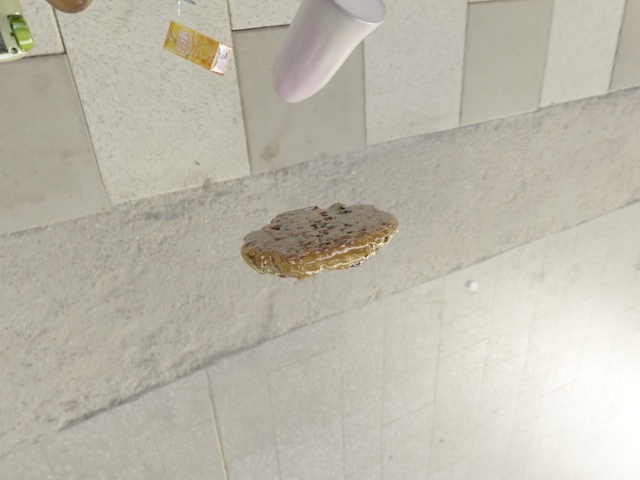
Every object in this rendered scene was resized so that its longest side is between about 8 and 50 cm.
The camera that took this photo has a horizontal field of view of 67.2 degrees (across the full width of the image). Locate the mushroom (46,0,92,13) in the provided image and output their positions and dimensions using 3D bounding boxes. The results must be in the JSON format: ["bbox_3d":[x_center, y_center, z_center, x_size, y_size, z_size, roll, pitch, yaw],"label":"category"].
[{"bbox_3d":[-0.366,-0.399,0.690,0.088,0.073,0.129,18,99,-9],"label":"mushroom"}]

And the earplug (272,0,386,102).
[{"bbox_3d":[-0.016,-0.417,1.044,0.172,0.172,0.301,8,147,-32],"label":"earplug"}]

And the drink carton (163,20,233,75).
[{"bbox_3d":[-0.396,-0.620,1.549,0.071,0.223,0.096,-9,126,-62],"label":"drink carton"}]

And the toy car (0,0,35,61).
[{"bbox_3d":[-0.796,-0.552,1.154,0.145,0.235,0.235,-19,121,-23],"label":"toy car"}]

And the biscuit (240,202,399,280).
[{"bbox_3d":[-0.004,0.001,0.916,0.289,0.334,0.081,-13,106,-4],"label":"biscuit"}]

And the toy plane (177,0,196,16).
[{"bbox_3d":[-0.340,-0.660,1.164,0.226,0.058,0.226,1,81,-16],"label":"toy plane"}]
